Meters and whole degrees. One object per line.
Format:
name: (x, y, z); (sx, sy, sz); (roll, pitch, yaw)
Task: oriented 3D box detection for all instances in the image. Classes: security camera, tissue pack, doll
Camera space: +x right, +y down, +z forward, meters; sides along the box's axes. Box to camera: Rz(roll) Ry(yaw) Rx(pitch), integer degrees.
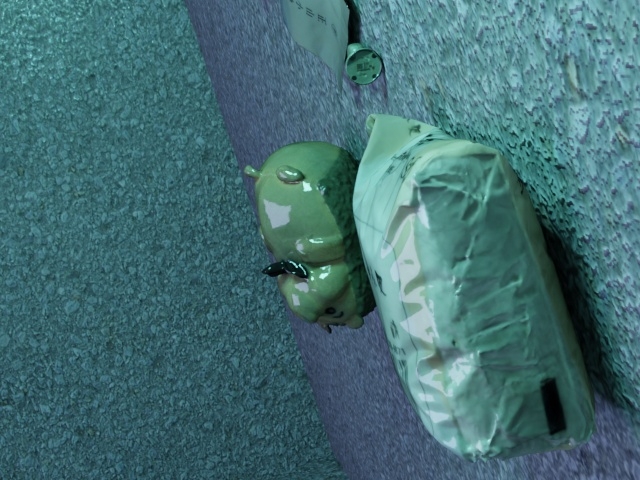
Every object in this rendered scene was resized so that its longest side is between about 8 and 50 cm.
security camera: (0.060, -0.267, 1.385); (0.092, 0.058, 0.058); (-101, -4, -65)
tissue pack: (0.148, 0.048, 1.074); (0.375, 0.195, 0.390); (-123, 15, -77)
doll: (0.000, 0.000, 1.669); (0.350, 0.247, 0.247); (66, 173, -23)

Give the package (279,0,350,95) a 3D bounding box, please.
package: (-0.011, -0.385, 1.489); (0.251, 0.062, 0.204); (57, 165, 27)
